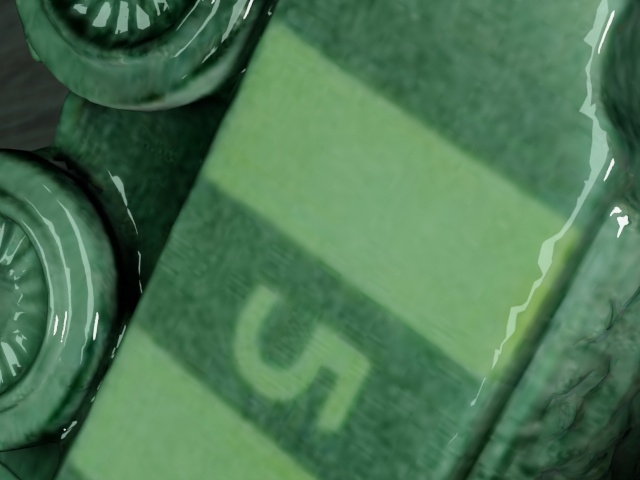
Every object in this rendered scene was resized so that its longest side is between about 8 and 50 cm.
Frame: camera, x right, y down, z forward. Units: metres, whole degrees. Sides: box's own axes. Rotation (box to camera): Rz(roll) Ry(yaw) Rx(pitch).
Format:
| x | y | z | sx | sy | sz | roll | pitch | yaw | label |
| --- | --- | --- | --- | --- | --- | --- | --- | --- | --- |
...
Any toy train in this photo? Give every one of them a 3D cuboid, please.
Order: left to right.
| x | y | z | sx | sy | sz | roll | pitch | yaw | label |
| --- | --- | --- | --- | --- | --- | --- | --- | --- | --- |
| 0.000 | 0.000 | 0.579 | 0.238 | 0.167 | 0.299 | 38 | 112 | 28 | toy train |
